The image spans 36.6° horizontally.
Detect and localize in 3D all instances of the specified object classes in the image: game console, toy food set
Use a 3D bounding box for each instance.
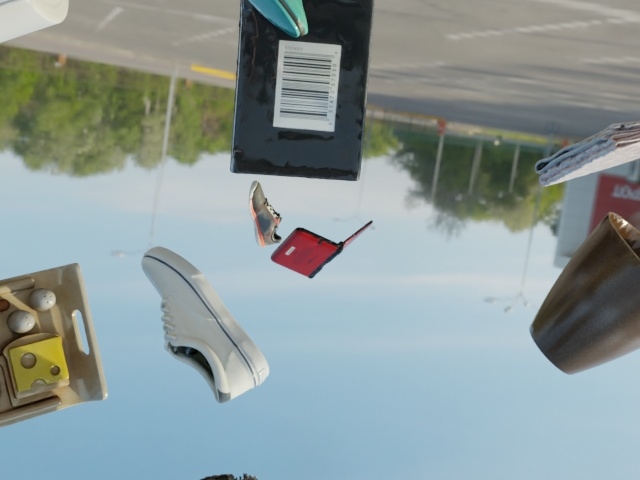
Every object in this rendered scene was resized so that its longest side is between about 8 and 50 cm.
[{"bbox_3d":[0.000,0.000,1.645,0.124,0.085,0.144,24,151,-12],"label":"game console"},{"bbox_3d":[-0.478,0.171,1.424,0.306,0.220,0.092,-13,-179,-33],"label":"toy food set"}]

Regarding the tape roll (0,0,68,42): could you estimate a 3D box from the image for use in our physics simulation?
[{"bbox_3d":[-0.491,-0.403,1.381,0.169,0.246,0.246,-17,-175,7],"label":"tape roll"}]

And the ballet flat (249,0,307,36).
[{"bbox_3d":[-0.093,-0.380,1.313,0.247,0.087,0.083,40,165,8],"label":"ballet flat"}]

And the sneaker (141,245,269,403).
[{"bbox_3d":[-0.182,0.114,1.348,0.091,0.094,0.258,-32,-115,-29],"label":"sneaker"}]

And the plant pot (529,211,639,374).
[{"bbox_3d":[0.464,0.110,1.592,0.215,0.230,0.215,37,-157,-18],"label":"plant pot"}]

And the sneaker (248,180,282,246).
[{"bbox_3d":[-0.114,-0.060,2.092,0.064,0.158,0.061,-3,-148,11],"label":"sneaker"}]

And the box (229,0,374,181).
[{"bbox_3d":[-0.039,-0.273,1.680,0.211,0.294,0.395,4,-171,-3],"label":"box"}]

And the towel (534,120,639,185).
[{"bbox_3d":[0.572,-0.184,1.688,0.316,0.053,0.332,-17,176,-11],"label":"towel"}]

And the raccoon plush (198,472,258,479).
[{"bbox_3d":[-0.162,0.515,1.319,0.446,0.299,0.216,-32,-129,-20],"label":"raccoon plush"}]
